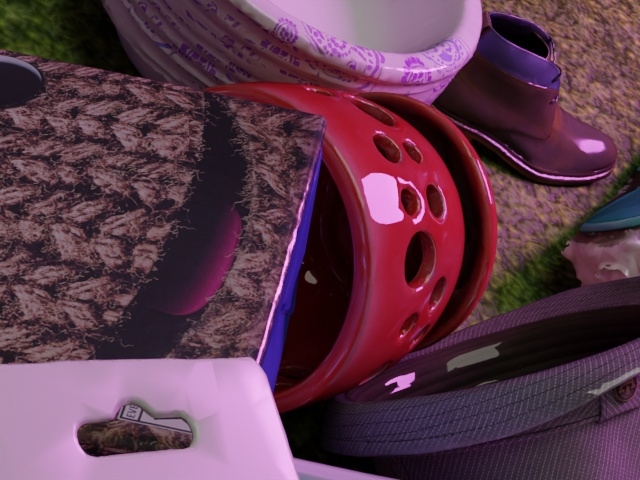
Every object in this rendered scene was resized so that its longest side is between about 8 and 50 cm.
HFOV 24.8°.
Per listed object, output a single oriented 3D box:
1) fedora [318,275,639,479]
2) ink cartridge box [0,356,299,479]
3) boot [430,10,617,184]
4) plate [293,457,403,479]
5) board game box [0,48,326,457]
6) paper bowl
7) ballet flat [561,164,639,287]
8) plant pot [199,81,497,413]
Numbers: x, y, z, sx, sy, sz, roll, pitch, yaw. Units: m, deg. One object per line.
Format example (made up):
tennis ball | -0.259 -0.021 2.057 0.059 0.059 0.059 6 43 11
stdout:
fedora | 0.136 0.116 0.881 0.275 0.243 0.124 -20 95 -42
ink cartridge box | -0.041 0.121 0.319 0.104 0.061 0.181 4 63 -51
boot | 0.183 -0.115 1.207 0.219 0.106 0.082 14 45 -29
plate | -0.034 0.195 0.657 0.278 0.045 0.277 12 44 8
board game box | -0.163 0.032 0.666 0.291 0.141 0.232 11 41 1
paper bowl | -0.036 -0.179 1.057 0.284 0.148 0.284 23 40 -21
ballet flat | 0.325 -0.020 1.241 0.147 0.147 0.409 46 41 8
plant pot | 0.000 0.000 0.885 0.174 0.191 0.191 -7 57 -53
